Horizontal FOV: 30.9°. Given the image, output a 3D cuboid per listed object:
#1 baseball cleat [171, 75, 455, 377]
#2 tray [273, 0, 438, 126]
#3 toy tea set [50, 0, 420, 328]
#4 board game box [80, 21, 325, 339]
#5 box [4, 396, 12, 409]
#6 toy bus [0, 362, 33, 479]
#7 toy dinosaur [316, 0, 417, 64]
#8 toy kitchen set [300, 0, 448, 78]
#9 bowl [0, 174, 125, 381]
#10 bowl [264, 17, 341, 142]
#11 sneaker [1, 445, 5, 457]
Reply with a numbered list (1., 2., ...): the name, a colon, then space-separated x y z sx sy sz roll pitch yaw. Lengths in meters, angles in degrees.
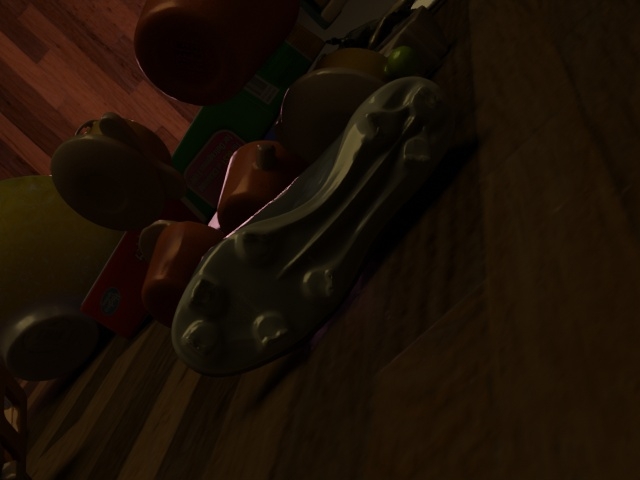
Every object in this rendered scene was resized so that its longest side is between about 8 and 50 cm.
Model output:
1. baseball cleat: 0.000 0.000 0.642 0.206 0.072 0.109 -44 -5 -13
2. tray: 0.015 -0.254 1.324 0.270 0.145 0.030 -45 4 11
3. toy tea set: -0.069 -0.076 0.824 0.336 0.200 0.124 -45 17 44
4. board game box: -0.124 -0.073 1.251 0.316 0.064 0.242 -54 5 30
5. box: -0.552 0.248 1.773 0.137 0.126 0.072 -46 11 5
6. toy bus: -0.267 0.185 0.856 0.104 0.202 0.191 -15 6 4
7. toy dinosaur: 0.059 -0.214 1.232 0.268 0.064 0.118 -43 3 5
8. toy kitchen set: -0.008 -0.149 0.927 0.122 0.166 0.207 -41 11 31
9. bowl: -0.352 0.079 1.421 0.289 0.289 0.156 -45 53 13
10. bowl: 0.022 -0.266 1.539 0.391 0.077 0.391 -45 9 9
11. sneaker: -0.392 0.234 1.276 0.104 0.095 0.236 -55 11 -1
